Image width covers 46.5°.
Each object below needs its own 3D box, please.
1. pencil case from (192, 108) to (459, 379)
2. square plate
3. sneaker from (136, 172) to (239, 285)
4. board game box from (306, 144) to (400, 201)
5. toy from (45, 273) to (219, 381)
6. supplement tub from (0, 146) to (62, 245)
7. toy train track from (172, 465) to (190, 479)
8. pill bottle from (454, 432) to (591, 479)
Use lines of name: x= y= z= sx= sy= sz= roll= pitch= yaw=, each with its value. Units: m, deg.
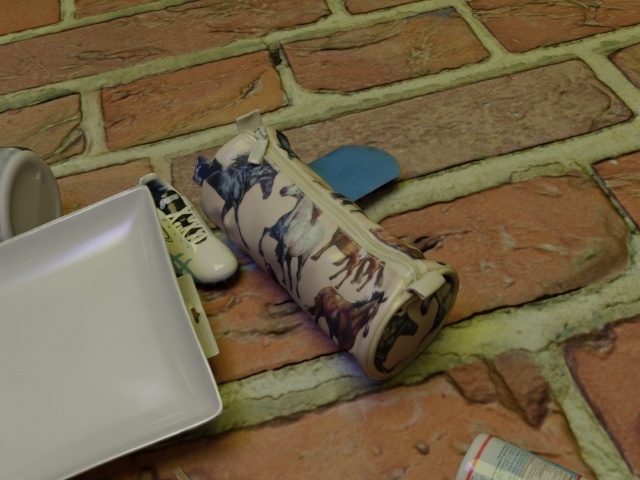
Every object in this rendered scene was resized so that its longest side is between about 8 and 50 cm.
pencil case: x=0.000 y=0.000 z=0.967 sx=0.160 sy=0.183 sz=0.410 roll=-31 pitch=50 yaw=-22
square plate: x=-0.321 y=0.131 z=0.900 sx=0.344 sy=0.049 sz=0.347 roll=-23 pitch=59 yaw=-4
sneaker: x=-0.203 y=-0.017 z=1.082 sx=0.085 sy=0.086 sz=0.237 roll=-32 pitch=51 yaw=-24
board game box: x=0.039 y=-0.091 z=1.159 sx=0.169 sy=0.033 sz=0.133 roll=-30 pitch=43 yaw=-25
toy: x=-0.250 y=0.150 z=0.943 sx=0.237 sy=0.056 sz=0.136 roll=-23 pitch=52 yaw=-7
supplement tub: x=-0.558 y=-0.033 z=1.074 sx=0.316 sy=0.193 sz=0.193 roll=-3 pitch=45 yaw=7
toy train track: x=-0.139 y=0.283 z=0.825 sx=0.048 sy=0.014 sz=0.083 roll=-37 pitch=45 yaw=-16
pill bottle: x=0.218 y=0.262 z=0.740 sx=0.160 sy=0.087 sz=0.087 roll=21 pitch=52 yaw=25
